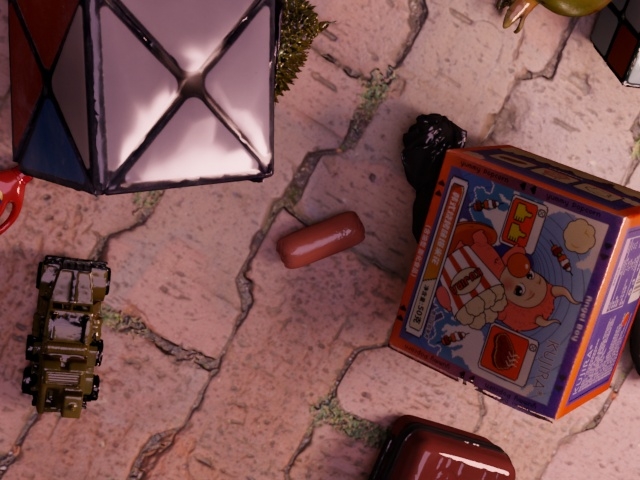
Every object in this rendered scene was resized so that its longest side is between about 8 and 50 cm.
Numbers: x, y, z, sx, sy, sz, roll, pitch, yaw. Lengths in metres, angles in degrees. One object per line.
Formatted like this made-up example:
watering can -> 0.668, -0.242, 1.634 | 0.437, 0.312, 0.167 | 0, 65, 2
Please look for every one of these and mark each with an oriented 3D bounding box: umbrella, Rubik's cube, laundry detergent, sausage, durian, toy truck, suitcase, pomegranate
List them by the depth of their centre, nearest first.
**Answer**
Rubik's cube -> -0.260, -0.240, 1.652 | 0.310, 0.305, 0.306 | -7, 104, -36
laundry detergent -> -0.516, -0.065, 1.801 | 0.165, 0.049, 0.097 | -38, 115, -4
durian -> -0.083, -0.309, 1.825 | 0.137, 0.095, 0.220 | 39, 85, -19
toy truck -> -0.413, 0.156, 1.840 | 0.127, 0.127, 0.257 | 7, 98, -13
pomegranate -> 0.398, -0.441, 1.858 | 0.198, 0.198, 0.246 | 28, 99, -18
Rubik's cube -> 0.588, -0.364, 1.906 | 0.184, 0.167, 0.180 | 7, 124, -14
sausage -> 0.000, 0.000, 1.932 | 0.154, 0.062, 0.062 | -21, 107, -8
umbrella -> 0.194, -0.053, 1.955 | 0.118, 0.118, 0.340 | -7, 115, -12
suitcase -> 0.196, 0.482, 2.040 | 0.236, 0.161, 0.297 | 20, 98, -17

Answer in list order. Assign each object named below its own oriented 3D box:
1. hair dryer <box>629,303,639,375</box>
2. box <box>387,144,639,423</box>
hair dryer -> 0.700, 0.145, 2.143 | 0.272, 0.091, 0.235 | -12, 95, -23
box -> 0.339, 0.056, 1.834 | 0.257, 0.319, 0.348 | -12, 122, -57
